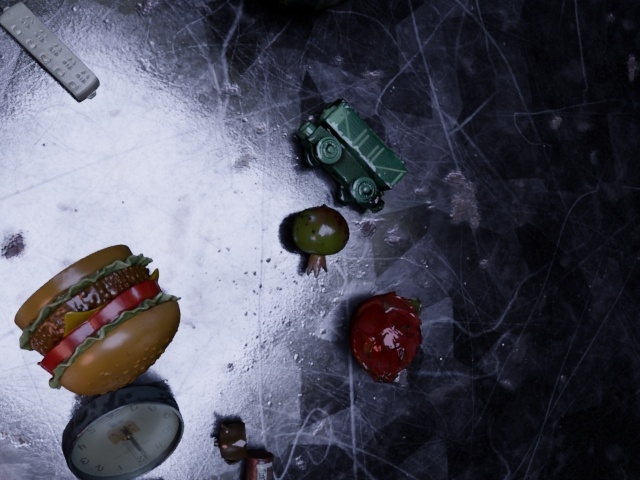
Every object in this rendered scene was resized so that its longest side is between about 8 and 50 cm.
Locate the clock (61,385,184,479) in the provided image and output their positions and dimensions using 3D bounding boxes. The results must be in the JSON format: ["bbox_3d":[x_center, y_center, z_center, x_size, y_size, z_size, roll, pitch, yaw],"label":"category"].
[{"bbox_3d":[-0.377,0.381,1.101,0.226,0.049,0.226,-17,127,-23],"label":"clock"}]

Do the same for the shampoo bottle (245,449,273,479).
[{"bbox_3d":[-0.133,0.580,1.233,0.068,0.067,0.236,3,89,0],"label":"shampoo bottle"}]

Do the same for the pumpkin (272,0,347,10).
[{"bbox_3d":[-0.023,-0.656,1.216,0.323,0.241,0.323,1,85,-18],"label":"pumpkin"}]

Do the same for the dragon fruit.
[{"bbox_3d":[0.149,0.210,1.288,0.172,0.172,0.209,31,64,-16],"label":"dragon fruit"}]

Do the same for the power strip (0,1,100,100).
[{"bbox_3d":[-0.550,-0.386,1.137,0.252,0.027,0.060,45,75,-13],"label":"power strip"}]

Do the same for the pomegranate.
[{"bbox_3d":[0.007,-0.002,1.269,0.129,0.129,0.159,-24,103,-18],"label":"pomegranate"}]

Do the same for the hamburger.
[{"bbox_3d":[-0.389,0.160,1.044,0.274,0.274,0.212,-38,85,-16],"label":"hamburger"}]

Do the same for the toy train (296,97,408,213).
[{"bbox_3d":[0.071,-0.187,1.302,0.269,0.115,0.154,45,78,-12],"label":"toy train"}]

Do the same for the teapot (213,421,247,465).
[{"bbox_3d":[-0.193,0.435,1.215,0.068,0.076,0.121,-3,119,-10],"label":"teapot"}]
